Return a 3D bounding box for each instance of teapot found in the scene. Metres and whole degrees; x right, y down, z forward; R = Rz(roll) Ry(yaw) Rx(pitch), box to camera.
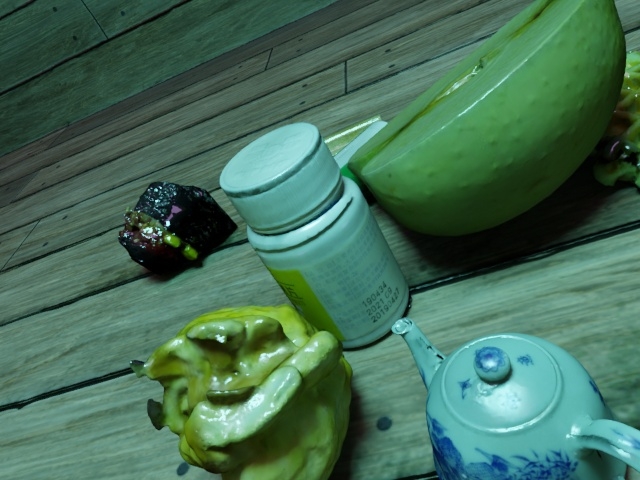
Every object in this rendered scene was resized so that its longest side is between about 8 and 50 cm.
[{"bbox_3d":[0.157,0.139,0.418,0.159,0.158,0.232,-43,36,-20],"label":"teapot"}]

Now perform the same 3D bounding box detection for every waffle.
[{"bbox_3d":[0.487,-0.175,0.667,0.298,0.073,0.317,-8,41,27],"label":"waffle"}]

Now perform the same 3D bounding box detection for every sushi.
[{"bbox_3d":[-0.282,-0.017,0.956,0.172,0.153,0.150,20,72,23],"label":"sushi"}]

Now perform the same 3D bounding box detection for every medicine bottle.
[{"bbox_3d":[0.000,0.000,0.617,0.144,0.258,0.143,-20,34,14],"label":"medicine bottle"},{"bbox_3d":[0.036,-0.094,0.866,0.260,0.095,0.095,-41,35,-20],"label":"medicine bottle"}]

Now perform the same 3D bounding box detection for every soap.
[{"bbox_3d":[0.015,-0.171,1.037,0.252,0.037,0.092,-23,33,9],"label":"soap"}]

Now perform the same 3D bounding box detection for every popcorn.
[{"bbox_3d":[-0.062,0.160,0.521,0.192,0.189,0.253,-10,-4,5],"label":"popcorn"}]

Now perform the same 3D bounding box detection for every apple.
[{"bbox_3d":[0.202,-0.178,0.666,0.360,0.312,0.320,-39,56,6],"label":"apple"}]
